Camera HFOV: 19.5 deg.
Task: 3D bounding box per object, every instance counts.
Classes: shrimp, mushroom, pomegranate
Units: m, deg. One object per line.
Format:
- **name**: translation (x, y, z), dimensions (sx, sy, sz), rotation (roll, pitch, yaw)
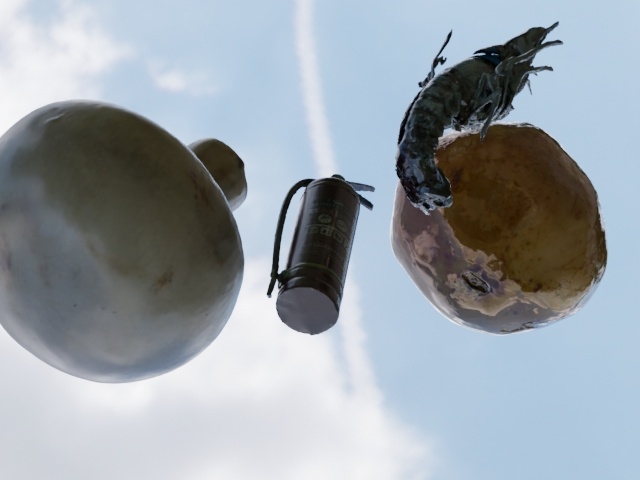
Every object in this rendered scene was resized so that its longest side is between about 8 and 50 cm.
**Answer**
- **shrimp**: translation (0.102, -0.097, 1.250), dimensions (0.076, 0.082, 0.174), rotation (52, -128, -18)
- **mushroom**: translation (-0.133, -0.012, 1.312), dimensions (0.207, 0.207, 0.215), rotation (51, -136, 2)
- **pomegranate**: translation (0.191, -0.014, 1.990), dimensions (0.248, 0.248, 0.248), rotation (30, -141, -27)

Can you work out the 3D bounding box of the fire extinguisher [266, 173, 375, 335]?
- **fire extinguisher**: translation (0.000, 0.000, 1.258), dimensions (0.064, 0.043, 0.158), rotation (20, -145, -6)
